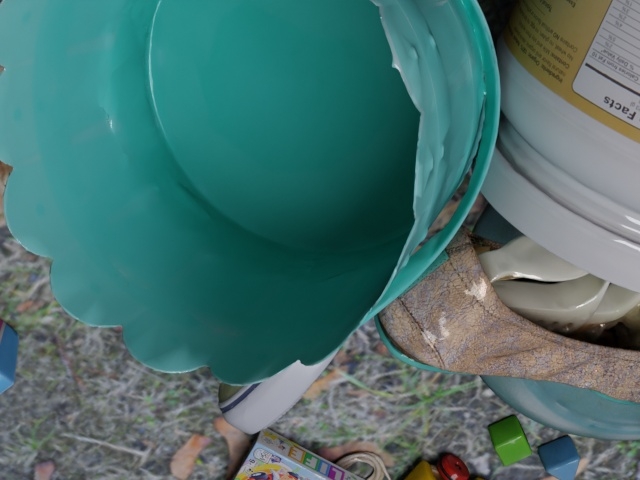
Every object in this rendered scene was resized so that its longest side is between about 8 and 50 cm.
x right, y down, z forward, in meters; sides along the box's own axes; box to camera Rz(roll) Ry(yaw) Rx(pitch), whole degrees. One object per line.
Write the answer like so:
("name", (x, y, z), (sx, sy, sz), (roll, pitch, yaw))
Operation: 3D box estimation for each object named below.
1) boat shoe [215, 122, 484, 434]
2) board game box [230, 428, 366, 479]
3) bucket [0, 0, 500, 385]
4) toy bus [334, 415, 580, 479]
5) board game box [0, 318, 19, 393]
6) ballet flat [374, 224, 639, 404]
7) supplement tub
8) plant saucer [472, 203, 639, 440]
("boat shoe", (0.000, 0.000, 1.018), (0.094, 0.109, 0.302), (31, 105, -8))
("board game box", (-0.038, 0.237, 1.176), (0.103, 0.026, 0.154), (28, 116, -3))
("bucket", (-0.037, -0.076, 0.845), (0.281, 0.183, 0.281), (8, 112, 20))
("toy bus", (0.128, 0.260, 1.188), (0.202, 0.104, 0.191), (-13, 123, -1))
("board game box", (-0.407, 0.054, 0.998), (0.242, 0.064, 0.316), (-36, 120, 14))
("ballet flat", (0.180, 0.046, 0.961), (0.316, 0.108, 0.106), (6, 133, -41))
("supplement tub", (0.240, -0.143, 0.869), (0.228, 0.228, 0.316), (14, 117, -17))
("plant saucer", (0.264, 0.040, 1.106), (0.317, 0.044, 0.318), (-4, 123, -6))
